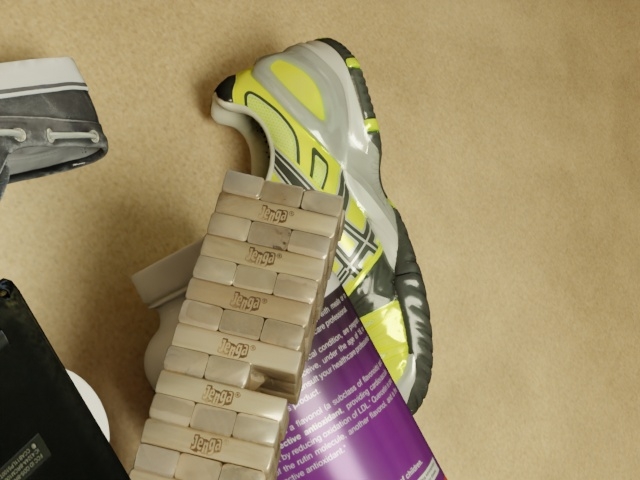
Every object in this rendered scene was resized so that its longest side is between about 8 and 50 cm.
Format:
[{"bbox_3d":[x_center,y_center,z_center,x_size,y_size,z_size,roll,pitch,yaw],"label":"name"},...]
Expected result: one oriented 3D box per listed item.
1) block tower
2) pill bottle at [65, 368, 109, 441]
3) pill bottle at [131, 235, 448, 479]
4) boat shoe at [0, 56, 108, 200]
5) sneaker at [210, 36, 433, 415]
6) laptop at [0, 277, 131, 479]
[{"bbox_3d":[-0.063,0.111,0.779,0.091,0.097,0.335,13,67,4],"label":"block tower"},{"bbox_3d":[-0.224,0.144,0.737,0.112,0.187,0.112,22,56,-37],"label":"pill bottle"},{"bbox_3d":[-0.027,0.142,0.942,0.181,0.181,0.323,-31,94,-48],"label":"pill bottle"},{"bbox_3d":[-0.282,-0.064,0.852,0.301,0.108,0.102,-25,88,-56],"label":"boat shoe"},{"bbox_3d":[0.000,0.000,1.104,0.147,0.145,0.384,-16,84,-17],"label":"sneaker"},{"bbox_3d":[-0.242,0.301,0.539,0.382,0.236,0.408,-46,115,-50],"label":"laptop"}]
